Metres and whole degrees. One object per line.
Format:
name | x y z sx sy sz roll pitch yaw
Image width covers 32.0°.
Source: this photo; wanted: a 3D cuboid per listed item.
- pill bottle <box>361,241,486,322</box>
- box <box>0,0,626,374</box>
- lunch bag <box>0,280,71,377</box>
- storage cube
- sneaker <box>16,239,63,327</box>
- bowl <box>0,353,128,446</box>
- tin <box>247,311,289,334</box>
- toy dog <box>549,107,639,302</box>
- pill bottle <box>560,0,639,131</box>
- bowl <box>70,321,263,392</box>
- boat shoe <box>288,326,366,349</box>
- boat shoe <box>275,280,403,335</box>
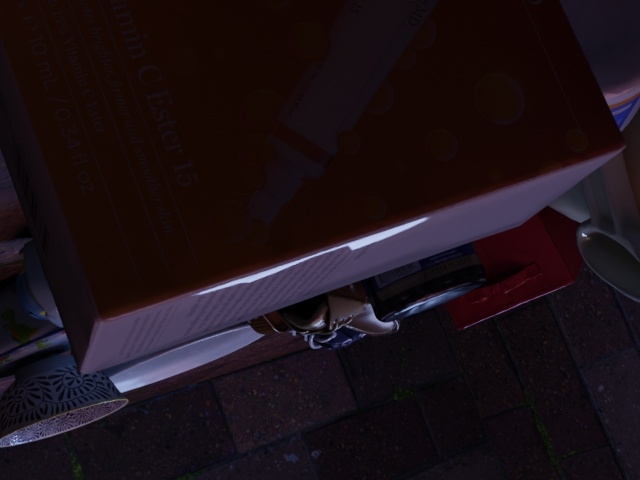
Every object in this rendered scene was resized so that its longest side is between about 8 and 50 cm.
pill bottle | 0.076 -0.036 1.152 0.123 0.219 0.123 -21 171 -4
box | -0.021 -0.080 0.722 0.345 0.215 0.168 -19 169 -20
lunch bag | -0.343 0.099 1.364 0.219 0.090 0.176 -23 169 8
storage cube | 0.243 -0.021 1.554 0.184 0.193 0.215 -26 -172 26
sneaker | -0.210 0.013 1.086 0.208 0.127 0.319 -22 170 -5
bowl | -0.331 0.190 1.379 0.170 0.080 0.170 -20 168 -4
tin | -0.088 0.049 1.463 0.040 0.106 0.189 -7 141 25
toy dog | 0.478 -0.132 1.356 0.408 0.284 0.395 -20 -176 -7
pill bottle | 0.221 -0.161 0.990 0.152 0.152 0.272 -22 170 2
bowl | -0.229 0.114 1.564 0.298 0.134 0.298 -21 171 -4
boat shoe | -0.031 0.138 2.044 0.340 0.158 0.127 -18 170 -20
boat shoe | -0.014 0.062 1.411 0.122 0.120 0.324 -21 142 34
